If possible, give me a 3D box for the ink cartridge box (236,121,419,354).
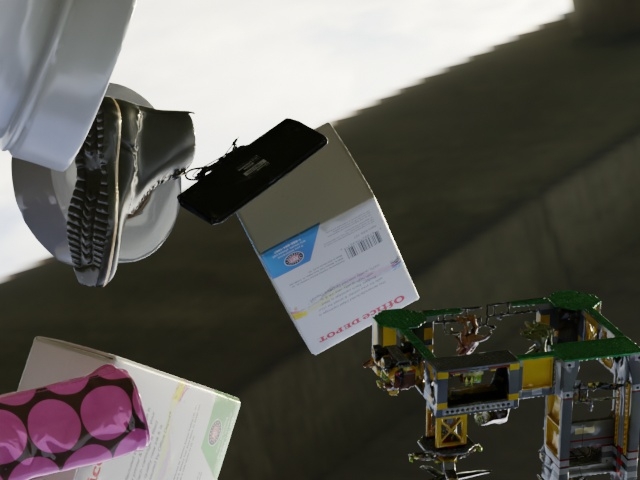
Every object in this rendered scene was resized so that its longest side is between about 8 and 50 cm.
[{"bbox_3d":[0.000,0.000,2.366,0.171,0.232,0.168,-27,-133,-3],"label":"ink cartridge box"}]

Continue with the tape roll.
[{"bbox_3d":[-0.268,-0.078,2.117,0.072,0.219,0.219,-10,-164,39],"label":"tape roll"}]

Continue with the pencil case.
[{"bbox_3d":[-0.270,0.177,1.655,0.209,0.098,0.095,-12,-179,-28],"label":"pencil case"}]

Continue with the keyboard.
[{"bbox_3d":[-0.086,-0.083,2.136,0.192,0.038,0.100,-36,-129,-25],"label":"keyboard"}]

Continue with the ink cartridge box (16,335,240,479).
[{"bbox_3d":[-0.228,0.236,1.944,0.117,0.201,0.278,14,172,30],"label":"ink cartridge box"}]

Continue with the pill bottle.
[{"bbox_3d":[-0.353,-0.201,1.305,0.408,0.229,0.229,20,-170,-16],"label":"pill bottle"}]

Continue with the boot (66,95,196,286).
[{"bbox_3d":[-0.189,-0.049,1.841,0.137,0.197,0.077,1,-172,-43],"label":"boot"}]

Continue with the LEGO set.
[{"bbox_3d":[0.212,0.191,1.986,0.331,0.192,0.255,-8,-160,-23],"label":"LEGO set"}]
